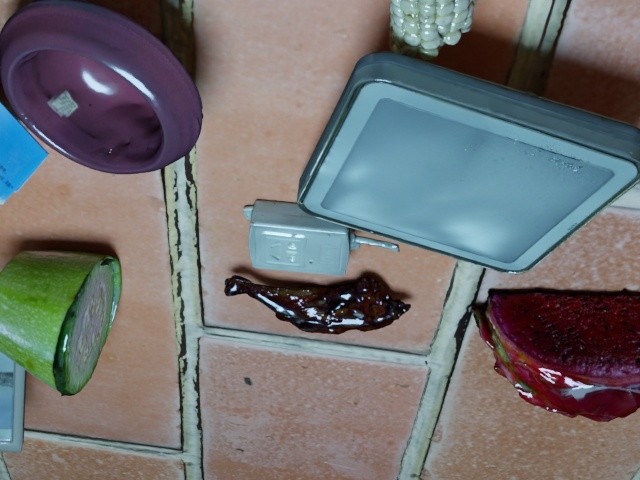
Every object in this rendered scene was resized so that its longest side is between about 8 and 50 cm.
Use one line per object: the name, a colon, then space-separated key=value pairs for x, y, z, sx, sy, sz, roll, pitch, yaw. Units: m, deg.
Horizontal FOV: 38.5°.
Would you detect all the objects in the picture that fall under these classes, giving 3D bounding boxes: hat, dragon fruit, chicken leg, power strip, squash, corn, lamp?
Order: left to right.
squash: x=-0.308 y=0.082 z=1.068 sx=0.122 sy=0.170 sz=0.170 roll=21 pitch=138 yaw=7
hat: x=-0.196 y=-0.146 z=0.841 sx=0.205 sy=0.089 sz=0.205 roll=15 pitch=145 yaw=11
chicken leg: x=-0.003 y=0.073 z=1.084 sx=0.219 sy=0.048 sz=0.089 roll=3 pitch=135 yaw=5
power strip: x=0.000 y=0.000 z=1.008 sx=0.175 sy=0.042 sz=0.075 roll=5 pitch=136 yaw=3
corn: x=0.095 y=-0.227 z=0.716 sx=0.087 sy=0.087 sz=0.211 roll=2 pitch=140 yaw=7
lamp: x=0.129 y=-0.060 z=0.870 sx=0.266 sy=0.047 sz=0.269 roll=15 pitch=154 yaw=-9
dragon fruit: x=0.301 y=0.137 z=1.050 sx=0.261 sy=0.189 sz=0.163 roll=4 pitch=107 yaw=9

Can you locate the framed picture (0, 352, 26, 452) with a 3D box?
framed picture: x=-0.533 y=0.175 z=1.197 sx=0.289 sy=0.016 sz=0.213 roll=6 pitch=109 yaw=-9

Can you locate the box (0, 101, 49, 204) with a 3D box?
box: x=-0.370 y=-0.130 z=0.859 sx=0.139 sy=0.073 sz=0.194 roll=15 pitch=151 yaw=43
